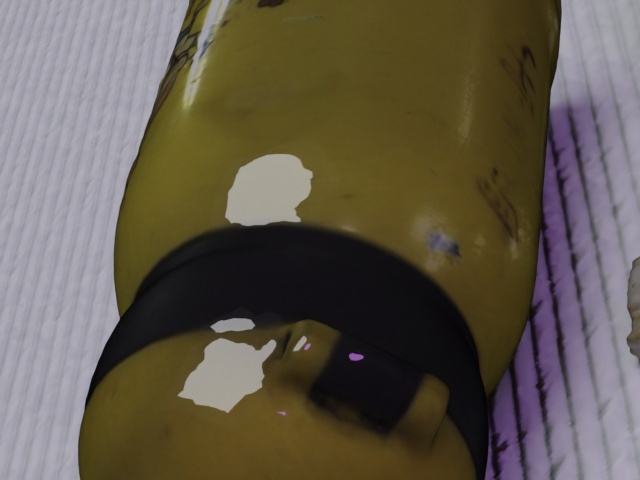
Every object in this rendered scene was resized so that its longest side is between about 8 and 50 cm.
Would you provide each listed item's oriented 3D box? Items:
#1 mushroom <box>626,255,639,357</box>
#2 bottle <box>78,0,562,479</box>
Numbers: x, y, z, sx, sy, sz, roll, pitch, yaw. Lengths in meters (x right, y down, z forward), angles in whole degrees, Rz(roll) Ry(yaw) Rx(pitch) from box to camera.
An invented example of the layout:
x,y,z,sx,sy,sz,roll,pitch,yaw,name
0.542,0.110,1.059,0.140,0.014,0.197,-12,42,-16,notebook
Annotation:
x,y,z,sx,sy,sz,roll,pitch,yaw,name
0.183,0.010,0.626,0.202,0.054,0.059,-9,35,47,mushroom
0.000,0.000,0.703,0.172,0.171,0.351,-19,34,26,bottle
